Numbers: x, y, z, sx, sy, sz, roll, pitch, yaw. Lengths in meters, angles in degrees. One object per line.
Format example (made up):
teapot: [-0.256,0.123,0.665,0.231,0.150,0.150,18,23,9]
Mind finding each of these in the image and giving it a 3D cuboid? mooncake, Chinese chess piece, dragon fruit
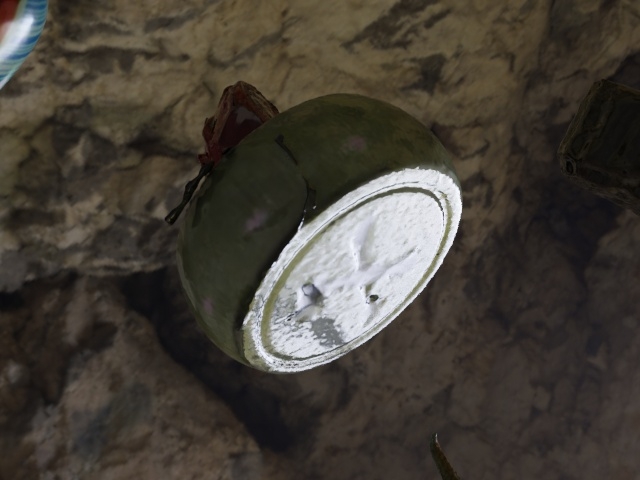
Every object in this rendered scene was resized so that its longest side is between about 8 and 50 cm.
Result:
mooncake: [0.380,-0.080,1.026,0.228,0.228,0.124,32,-82,11]
Chinese chess piece: [0.000,0.000,0.695,0.092,0.238,0.237,49,-35,30]
dragon fruit: [-0.096,-0.126,1.332,0.261,0.163,0.189,53,-14,23]

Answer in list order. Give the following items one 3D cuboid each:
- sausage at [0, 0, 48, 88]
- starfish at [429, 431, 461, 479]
sausage: [-0.186,-0.037,0.335,0.264,0.083,0.083,-38,-81,19]
starfish: [0.156,0.277,0.848,0.216,0.050,0.223,57,2,6]
